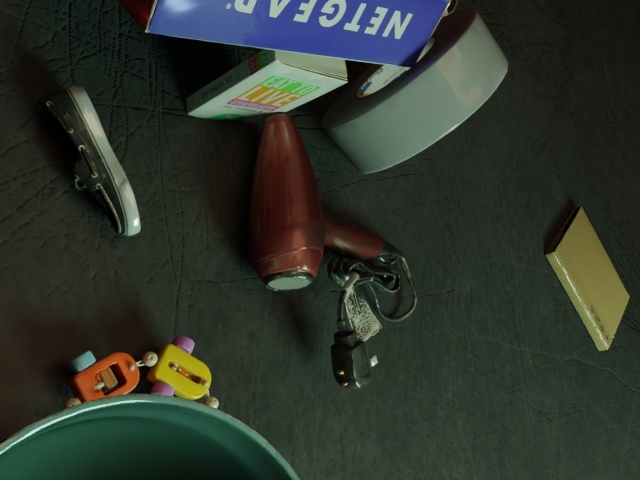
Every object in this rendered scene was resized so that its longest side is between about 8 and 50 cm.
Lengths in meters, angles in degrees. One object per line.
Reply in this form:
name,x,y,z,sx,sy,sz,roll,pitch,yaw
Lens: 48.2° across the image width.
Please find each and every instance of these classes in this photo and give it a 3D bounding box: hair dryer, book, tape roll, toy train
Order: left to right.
toy train,-0.140,0.152,0.605,0.125,0.046,0.166,-38,99,-44
book,-0.057,-0.157,0.727,0.096,0.144,0.035,-2,79,-44
hair dryer,0.000,0.000,0.796,0.294,0.080,0.223,64,29,-13
tape roll,0.107,-0.176,0.841,0.072,0.219,0.219,51,47,-18

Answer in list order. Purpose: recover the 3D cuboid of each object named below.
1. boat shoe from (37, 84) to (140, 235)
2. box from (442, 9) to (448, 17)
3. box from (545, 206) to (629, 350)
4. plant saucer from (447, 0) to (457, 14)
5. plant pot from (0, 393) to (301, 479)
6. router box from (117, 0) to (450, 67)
boat shoe,-0.203,-0.066,0.628,0.040,0.049,0.142,-25,91,-27
box,0.057,-0.378,0.938,0.128,0.122,0.257,-10,82,-45
box,0.470,0.063,1.245,0.164,0.021,0.201,-43,105,-44
plant saucer,0.138,-0.428,1.099,0.198,0.036,0.199,17,63,-38
plant pot,-0.155,0.255,0.440,0.293,0.196,0.293,18,63,-38
router box,-0.084,-0.293,0.693,0.335,0.082,0.301,-8,47,-46
